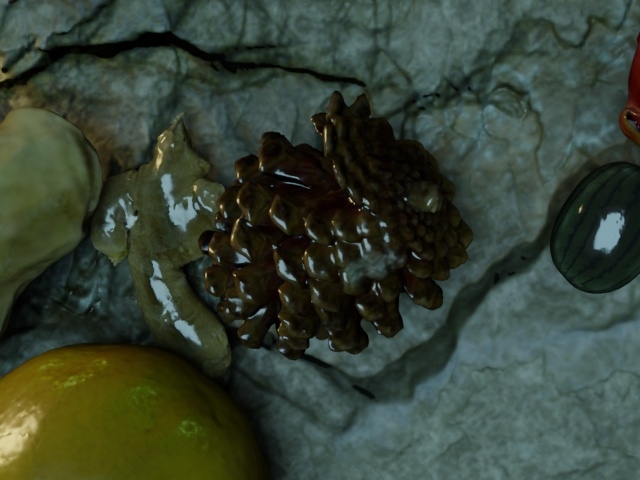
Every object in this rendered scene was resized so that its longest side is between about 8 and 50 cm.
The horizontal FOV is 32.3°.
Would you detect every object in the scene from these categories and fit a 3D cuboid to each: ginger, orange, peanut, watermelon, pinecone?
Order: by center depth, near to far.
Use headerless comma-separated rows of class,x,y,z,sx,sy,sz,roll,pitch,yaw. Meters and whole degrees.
watermelon,0.222,-0.011,0.846,0.078,0.078,0.110,28,102,7
pinecone,-0.001,0.001,0.849,0.212,0.168,0.185,-32,95,14
orange,-0.175,0.219,0.883,0.279,0.235,0.278,5,106,18
peanut,-0.328,0.019,0.930,0.340,0.158,0.174,-55,43,10
ginger,-0.117,0.013,0.934,0.133,0.059,0.214,-27,90,19

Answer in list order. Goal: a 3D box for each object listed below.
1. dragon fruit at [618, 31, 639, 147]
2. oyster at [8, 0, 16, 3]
dragon fruit,0.279,-0.107,0.793,0.133,0.136,0.165,-31,79,13
oyster,-0.163,-0.274,0.874,0.233,0.161,0.107,-45,128,15
